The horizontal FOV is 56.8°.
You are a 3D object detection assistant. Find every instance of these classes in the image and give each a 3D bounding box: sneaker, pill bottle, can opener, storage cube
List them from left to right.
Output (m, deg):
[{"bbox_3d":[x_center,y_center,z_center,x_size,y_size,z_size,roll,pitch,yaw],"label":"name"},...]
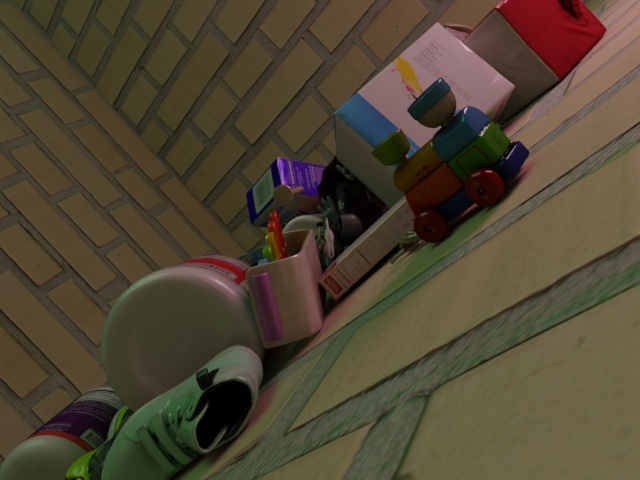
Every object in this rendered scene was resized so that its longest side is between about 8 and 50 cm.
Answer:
[{"bbox_3d":[-0.441,0.397,1.125,0.181,0.181,0.323,-42,2,9],"label":"pill bottle"},{"bbox_3d":[-0.302,0.343,1.007,0.121,0.111,0.300,-31,9,11],"label":"sneaker"},{"bbox_3d":[-0.176,0.233,0.708,0.256,0.094,0.151,-44,5,-3],"label":"sneaker"},{"bbox_3d":[-0.194,0.142,1.009,0.229,0.229,0.407,-43,2,2],"label":"pill bottle"},{"bbox_3d":[0.000,0.000,1.448,0.131,0.131,0.229,-42,-9,16],"label":"pill bottle"},{"bbox_3d":[0.024,0.023,1.149,0.093,0.074,0.280,-5,-14,-6],"label":"can opener"},{"bbox_3d":[0.399,-0.385,1.172,0.193,0.183,0.215,-44,3,-26],"label":"storage cube"}]

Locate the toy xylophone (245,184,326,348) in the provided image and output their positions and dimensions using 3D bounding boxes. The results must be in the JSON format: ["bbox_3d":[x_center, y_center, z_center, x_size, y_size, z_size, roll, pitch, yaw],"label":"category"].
[{"bbox_3d":[-0.049,0.032,0.931,0.081,0.236,0.323,-11,1,4],"label":"toy xylophone"}]

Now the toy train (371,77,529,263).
[{"bbox_3d":[0.115,-0.073,0.729,0.248,0.143,0.105,-40,3,45],"label":"toy train"}]

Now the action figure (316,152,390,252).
[{"bbox_3d":[0.162,-0.146,1.405,0.248,0.276,0.370,-35,-13,33],"label":"action figure"}]

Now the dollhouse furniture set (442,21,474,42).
[{"bbox_3d":[0.486,-0.617,1.771,0.174,0.355,0.303,140,138,-67],"label":"dollhouse furniture set"}]

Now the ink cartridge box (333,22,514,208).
[{"bbox_3d":[0.189,-0.224,1.136,0.270,0.197,0.198,-43,-14,-9],"label":"ink cartridge box"}]

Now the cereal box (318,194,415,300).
[{"bbox_3d":[0.104,-0.010,0.962,0.240,0.047,0.173,-43,0,9],"label":"cereal box"}]

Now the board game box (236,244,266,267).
[{"bbox_3d":[-0.173,0.056,1.701,0.211,0.039,0.160,-24,-10,-14],"label":"board game box"}]

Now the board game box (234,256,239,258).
[{"bbox_3d":[-0.330,0.243,1.876,0.308,0.086,0.302,-43,27,12],"label":"board game box"}]

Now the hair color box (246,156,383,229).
[{"bbox_3d":[-0.003,-0.105,1.571,0.339,0.110,0.185,4,-28,-33],"label":"hair color box"}]
